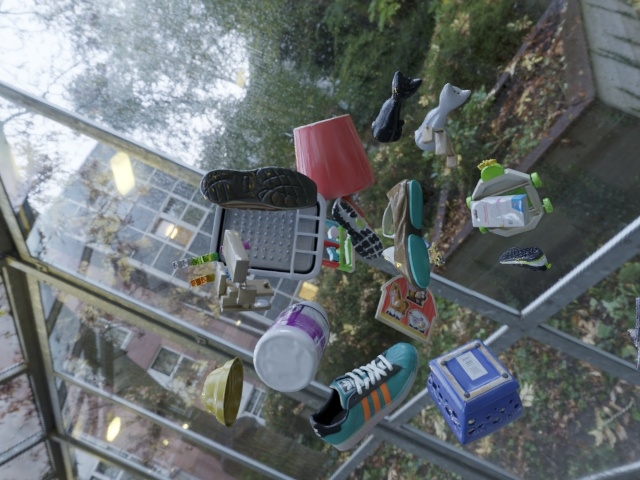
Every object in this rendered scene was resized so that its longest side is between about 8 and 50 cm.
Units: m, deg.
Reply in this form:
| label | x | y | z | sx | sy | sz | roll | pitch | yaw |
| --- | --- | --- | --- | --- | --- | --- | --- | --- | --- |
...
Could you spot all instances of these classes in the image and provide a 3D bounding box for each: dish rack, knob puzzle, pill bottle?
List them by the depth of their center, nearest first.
| label | x | y | z | sx | sy | sz | roll | pitch | yaw |
| --- | --- | --- | --- | --- | --- | --- | --- | --- | --- |
| pill bottle | -0.064 | 0.276 | 1.126 | 0.301 | 0.169 | 0.169 | -43 | -23 | -76 |
| knob puzzle | 0.263 | 0.175 | 1.151 | 0.213 | 0.213 | 0.030 | -65 | 7 | -32 |
| dish rack | -0.157 | -0.027 | 1.240 | 0.072 | 0.333 | 0.285 | 129 | 147 | -75 |

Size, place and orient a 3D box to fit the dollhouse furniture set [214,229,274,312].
| label | x | y | z | sx | sy | sz | roll | pitch | yaw |
| --- | --- | --- | --- | --- | --- | --- | --- | --- | --- |
| dollhouse furniture set | -0.137 | 0.067 | 0.821 | 0.144 | 0.123 | 0.151 | -126 | 44 | -52 |

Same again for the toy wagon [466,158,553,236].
| label | x | y | z | sx | sy | sz | roll | pitch | yaw |
| --- | --- | --- | --- | --- | --- | --- | --- | --- | --- |
| toy wagon | 0.714 | -0.175 | 1.554 | 0.267 | 0.344 | 0.068 | -22 | 22 | 33 |

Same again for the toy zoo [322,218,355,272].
| label | x | y | z | sx | sy | sz | roll | pitch | yaw |
| --- | --- | --- | --- | --- | --- | --- | --- | --- | --- |
| toy zoo | 0.000 | 0.000 | 1.508 | 0.030 | 0.294 | 0.192 | -39 | 43 | 50 |

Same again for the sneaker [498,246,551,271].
| label | x | y | z | sx | sy | sz | roll | pitch | yaw |
| --- | --- | --- | --- | --- | --- | --- | --- | --- | --- |
| sneaker | 0.771 | 0.085 | 1.517 | 0.084 | 0.097 | 0.235 | -42 | 4 | -5 |

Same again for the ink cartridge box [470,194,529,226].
| label | x | y | z | sx | sy | sz | roll | pitch | yaw |
| --- | --- | --- | --- | --- | --- | --- | --- | --- | --- |
| ink cartridge box | 0.649 | -0.106 | 1.453 | 0.062 | 0.181 | 0.104 | -25 | -72 | -43 |

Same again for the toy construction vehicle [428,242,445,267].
| label | x | y | z | sx | sy | sz | roll | pitch | yaw |
| --- | --- | --- | --- | --- | --- | --- | --- | --- | --- |
| toy construction vehicle | 0.448 | 0.064 | 1.569 | 0.086 | 0.035 | 0.098 | 67 | -175 | -66 |

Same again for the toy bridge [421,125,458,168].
| label | x | y | z | sx | sy | sz | roll | pitch | yaw |
| --- | --- | --- | --- | --- | --- | --- | --- | --- | --- |
| toy bridge | 0.289 | -0.233 | 0.959 | 0.188 | 0.026 | 0.063 | 19 | -109 | -52 |

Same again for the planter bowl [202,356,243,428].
| label | x | y | z | sx | sy | sz | roll | pitch | yaw |
| --- | --- | --- | --- | --- | --- | --- | --- | --- | --- |
| planter bowl | -0.320 | 0.484 | 1.290 | 0.217 | 0.091 | 0.216 | 3 | -90 | -85 |

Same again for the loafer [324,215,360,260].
| label | x | y | z | sx | sy | sz | roll | pitch | yaw |
| --- | --- | --- | --- | --- | --- | --- | --- | --- | --- |
| loafer | 0.099 | -0.022 | 1.779 | 0.092 | 0.268 | 0.101 | -35 | 24 | 25 |

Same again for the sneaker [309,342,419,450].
| label | x | y | z | sx | sy | sz | roll | pitch | yaw |
| --- | --- | --- | --- | --- | --- | --- | --- | --- | --- |
| sneaker | 0.102 | 0.346 | 0.927 | 0.302 | 0.121 | 0.108 | -48 | 28 | -3 |

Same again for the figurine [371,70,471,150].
| label | x | y | z | sx | sy | sz | roll | pitch | yaw |
| --- | --- | --- | --- | --- | --- | --- | --- | --- | --- |
| figurine | 0.269 | -0.351 | 1.083 | 0.209 | 0.215 | 0.092 | 109 | 169 | -60 |

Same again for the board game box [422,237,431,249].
| label | x | y | z | sx | sy | sz | roll | pitch | yaw |
| --- | --- | --- | --- | --- | --- | --- | --- | --- | --- |
| board game box | 0.313 | 0.023 | 1.350 | 0.020 | 0.090 | 0.090 | 8 | -56 | -47 |

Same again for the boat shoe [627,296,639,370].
| label | x | y | z | sx | sy | sz | roll | pitch | yaw |
| --- | --- | --- | --- | --- | --- | --- | --- | --- | --- |
| boat shoe | 1.200 | 0.346 | 1.488 | 0.103 | 0.092 | 0.284 | -1 | -81 | -43 |

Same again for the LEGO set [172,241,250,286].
| label | x | y | z | sx | sy | sz | roll | pitch | yaw |
| --- | --- | --- | --- | --- | --- | --- | --- | --- | --- |
| LEGO set | -0.255 | 0.067 | 1.008 | 0.093 | 0.227 | 0.086 | -11 | -93 | -58 |

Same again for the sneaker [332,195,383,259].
| label | x | y | z | sx | sy | sz | roll | pitch | yaw |
| --- | --- | --- | --- | --- | --- | --- | --- | --- | --- |
| sneaker | 0.151 | -0.054 | 1.489 | 0.107 | 0.279 | 0.118 | -24 | 23 | 26 |

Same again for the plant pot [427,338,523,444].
| label | x | y | z | sx | sy | sz | roll | pitch | yaw |
| --- | --- | --- | --- | --- | --- | --- | --- | --- | --- |
| plant pot | 0.498 | 0.477 | 1.314 | 0.236 | 0.236 | 0.212 | -121 | 10 | -52 |

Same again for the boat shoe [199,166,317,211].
| label | x | y | z | sx | sy | sz | roll | pitch | yaw |
| --- | --- | --- | --- | --- | --- | --- | --- | --- | --- |
| boat shoe | -0.171 | -0.140 | 1.148 | 0.120 | 0.325 | 0.122 | 115 | 159 | -76 |

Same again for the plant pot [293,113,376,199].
| label | x | y | z | sx | sy | sz | roll | pitch | yaw |
| --- | --- | --- | --- | --- | --- | --- | --- | --- | --- |
| plant pot | 0.034 | -0.286 | 1.364 | 0.275 | 0.275 | 0.243 | -62 | -40 | -69 |

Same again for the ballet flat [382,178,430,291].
| label | x | y | z | sx | sy | sz | roll | pitch | yaw |
| --- | --- | --- | --- | --- | --- | --- | --- | --- | --- |
| ballet flat | 0.237 | -0.012 | 1.157 | 0.124 | 0.116 | 0.342 | -18 | 65 | 41 |
